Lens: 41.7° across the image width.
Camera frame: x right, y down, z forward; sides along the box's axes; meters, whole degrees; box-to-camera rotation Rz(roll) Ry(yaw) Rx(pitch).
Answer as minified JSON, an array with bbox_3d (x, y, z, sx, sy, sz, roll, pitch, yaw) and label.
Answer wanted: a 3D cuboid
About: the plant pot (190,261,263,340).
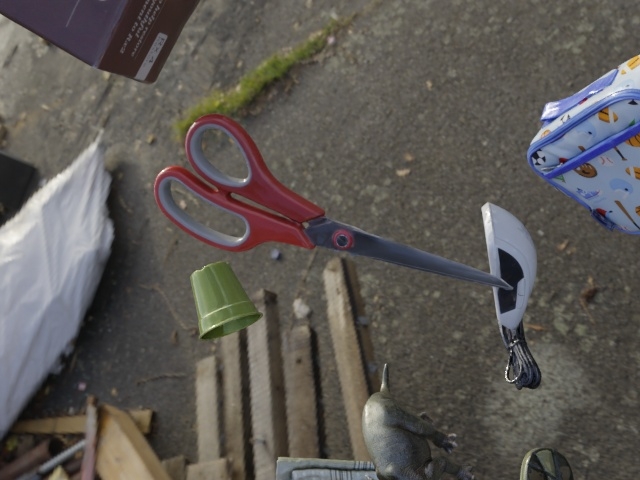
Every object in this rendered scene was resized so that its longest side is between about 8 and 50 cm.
[{"bbox_3d":[-0.124,0.071,1.032,0.083,0.083,0.079,-32,74,31],"label":"plant pot"}]

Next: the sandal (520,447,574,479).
[{"bbox_3d":[0.378,0.515,1.462,0.086,0.120,0.302,122,168,-61],"label":"sandal"}]

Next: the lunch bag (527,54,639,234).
[{"bbox_3d":[0.435,-0.126,1.169,0.115,0.243,0.303,-59,8,-21],"label":"lunch bag"}]

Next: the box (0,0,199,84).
[{"bbox_3d":[-0.273,-0.304,0.683,0.381,0.143,0.191,30,99,3],"label":"box"}]

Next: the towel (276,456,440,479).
[{"bbox_3d":[0.065,0.556,1.635,0.056,0.324,0.312,-80,-8,-59],"label":"towel"}]

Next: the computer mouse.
[{"bbox_3d":[0.179,0.044,0.771,0.042,0.193,0.106,-8,46,11],"label":"computer mouse"}]

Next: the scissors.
[{"bbox_3d":[0.000,0.000,0.676,0.297,0.021,0.109,30,114,7],"label":"scissors"}]

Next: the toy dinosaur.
[{"bbox_3d":[0.118,0.294,1.208,0.121,0.160,0.313,-36,43,38],"label":"toy dinosaur"}]
